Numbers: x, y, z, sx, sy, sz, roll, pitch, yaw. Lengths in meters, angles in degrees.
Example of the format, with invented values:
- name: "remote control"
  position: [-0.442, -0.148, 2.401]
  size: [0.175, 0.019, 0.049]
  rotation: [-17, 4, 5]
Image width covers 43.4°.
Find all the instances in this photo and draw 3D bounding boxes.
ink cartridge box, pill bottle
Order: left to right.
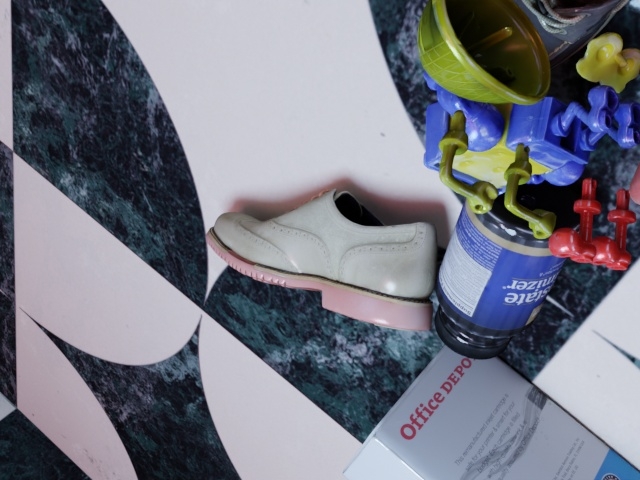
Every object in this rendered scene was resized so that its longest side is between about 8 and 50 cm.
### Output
- name: "ink cartridge box"
  position: [0.219, 0.297, 0.997]
  size: [0.307, 0.223, 0.129]
  rotation: [40, 139, 12]
- name: "pill bottle"
  position: [0.198, 0.030, 0.893]
  size: [0.123, 0.123, 0.219]
  rotation: [32, 138, 20]

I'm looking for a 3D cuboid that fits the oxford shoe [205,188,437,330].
- name: "oxford shoe"
  position: [0.000, 0.000, 1.077]
  size: [0.397, 0.140, 0.146]
  rotation: [17, 97, 39]

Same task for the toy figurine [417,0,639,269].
- name: "toy figurine"
  position: [0.153, -0.072, 0.712]
  size: [0.217, 0.363, 0.191]
  rotation: [-5, 75, 52]

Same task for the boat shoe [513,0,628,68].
- name: "boat shoe"
  position: [0.212, -0.245, 0.668]
  size: [0.132, 0.130, 0.355]
  rotation: [46, 139, 5]

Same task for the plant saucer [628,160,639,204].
- name: "plant saucer"
  position: [0.388, -0.107, 0.557]
  size: [0.258, 0.048, 0.259]
  rotation: [24, 95, 23]
